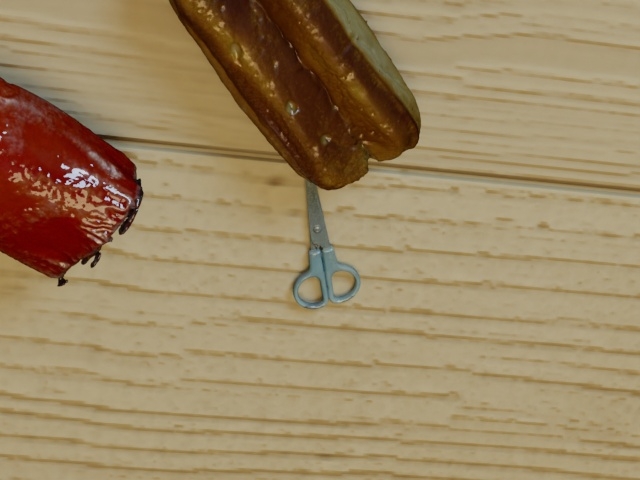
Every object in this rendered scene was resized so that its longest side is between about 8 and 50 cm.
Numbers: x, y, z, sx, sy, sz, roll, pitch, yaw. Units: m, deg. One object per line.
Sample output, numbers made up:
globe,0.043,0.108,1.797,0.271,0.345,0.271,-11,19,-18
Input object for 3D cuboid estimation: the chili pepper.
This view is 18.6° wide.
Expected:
chili pepper,-0.149,-0.037,0.906,0.123,0.073,0.070,31,71,-29

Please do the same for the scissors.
scissors,0.000,0.000,0.994,0.036,0.006,0.083,-11,125,-6

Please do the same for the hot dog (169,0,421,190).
hot dog,-0.015,-0.092,0.906,0.071,0.045,0.165,-30,124,12
